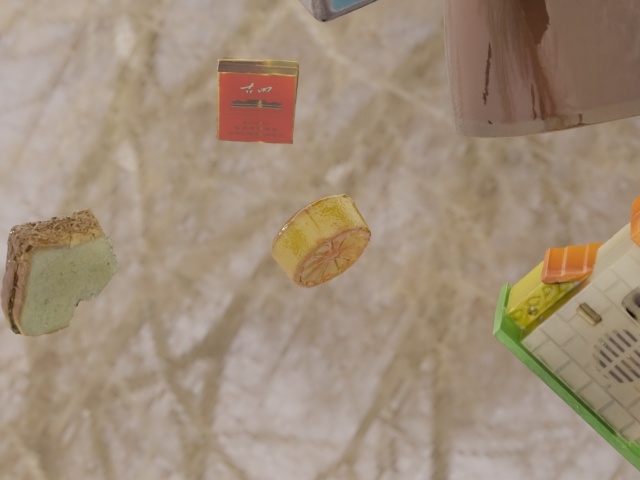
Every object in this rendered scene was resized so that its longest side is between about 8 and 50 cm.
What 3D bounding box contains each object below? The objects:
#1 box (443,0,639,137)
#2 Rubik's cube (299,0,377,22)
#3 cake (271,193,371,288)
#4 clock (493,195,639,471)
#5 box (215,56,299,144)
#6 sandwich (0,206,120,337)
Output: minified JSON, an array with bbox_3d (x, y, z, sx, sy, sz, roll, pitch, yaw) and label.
[{"bbox_3d":[0.277,-0.245,2.256,0.301,0.216,0.301,-12,-171,2],"label":"box"},{"bbox_3d":[0.043,-0.396,1.562,0.287,0.292,0.293,53,164,43],"label":"Rubik's cube"},{"bbox_3d":[0.000,0.000,1.627,0.044,0.084,0.084,55,-156,22],"label":"cake"},{"bbox_3d":[0.335,0.065,1.905,0.220,0.255,0.106,43,-156,-10],"label":"clock"},{"bbox_3d":[-0.072,-0.155,2.219,0.090,0.133,0.023,3,-123,-3],"label":"box"},{"bbox_3d":[-0.204,0.028,1.538,0.093,0.105,0.036,-10,-138,-37],"label":"sandwich"}]
